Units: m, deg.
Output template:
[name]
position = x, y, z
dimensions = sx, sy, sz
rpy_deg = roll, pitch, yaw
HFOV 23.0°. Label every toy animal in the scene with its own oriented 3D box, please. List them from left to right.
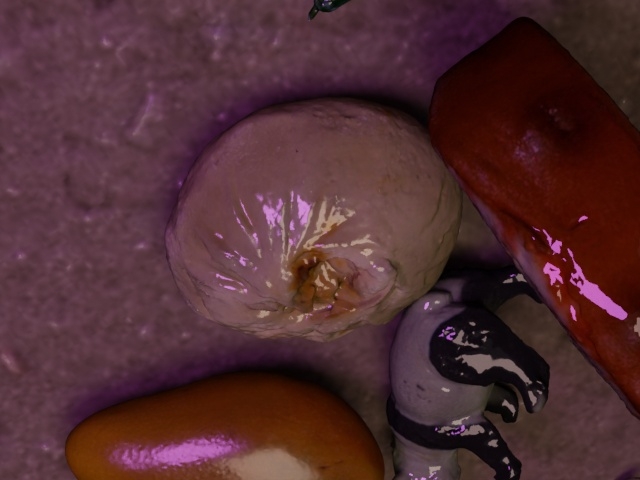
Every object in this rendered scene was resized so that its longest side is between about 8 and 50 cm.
[toy animal]
position = 0.111, 0.122, 1.255
dimensions = 0.121, 0.094, 0.225
rpy_deg = 5, 130, -4

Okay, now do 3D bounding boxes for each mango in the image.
[mango]
position = -0.073, 0.166, 1.233
dimensions = 0.253, 0.113, 0.138
rpy_deg = 5, 125, -7

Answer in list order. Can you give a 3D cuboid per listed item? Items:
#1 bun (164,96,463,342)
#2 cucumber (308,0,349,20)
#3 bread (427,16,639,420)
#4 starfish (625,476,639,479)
[bun]
position = 0.000, 0.000, 1.132
dimensions = 0.222, 0.127, 0.222
rpy_deg = -7, 123, -11
[cucumber]
position = 0.043, -0.208, 1.065
dimensions = 0.155, 0.037, 0.037
rpy_deg = -43, 120, 14
[bread]
position = 0.187, -0.008, 1.059
dimensions = 0.114, 0.327, 0.295
rpy_deg = -36, 82, 9
[starfish]
position = 0.267, 0.397, 1.478
dimensions = 0.347, 0.078, 0.358
rpy_deg = 30, 112, -30
